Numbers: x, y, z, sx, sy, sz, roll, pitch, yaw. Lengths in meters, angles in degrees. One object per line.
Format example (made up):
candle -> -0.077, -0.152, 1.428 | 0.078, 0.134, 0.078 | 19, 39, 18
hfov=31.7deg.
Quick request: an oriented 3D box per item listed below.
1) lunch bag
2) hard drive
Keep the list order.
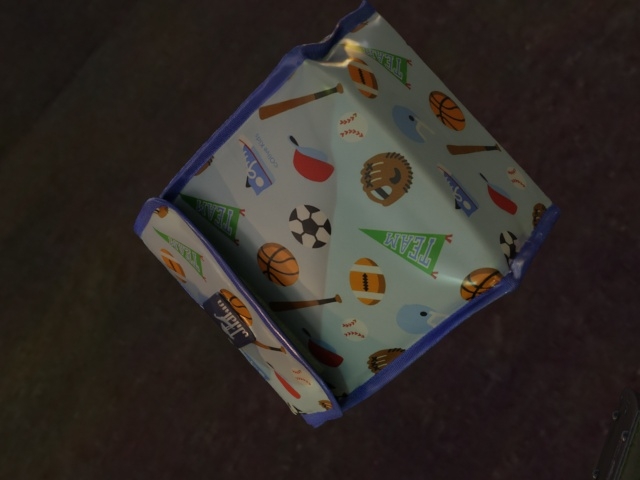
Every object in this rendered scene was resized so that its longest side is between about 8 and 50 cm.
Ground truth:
lunch bag -> 0.000, 0.000, 1.228 | 0.385, 0.328, 0.239 | -40, 2, 36
hard drive -> 0.376, 0.272, 1.384 | 0.255, 0.054, 0.172 | 9, -81, -79
